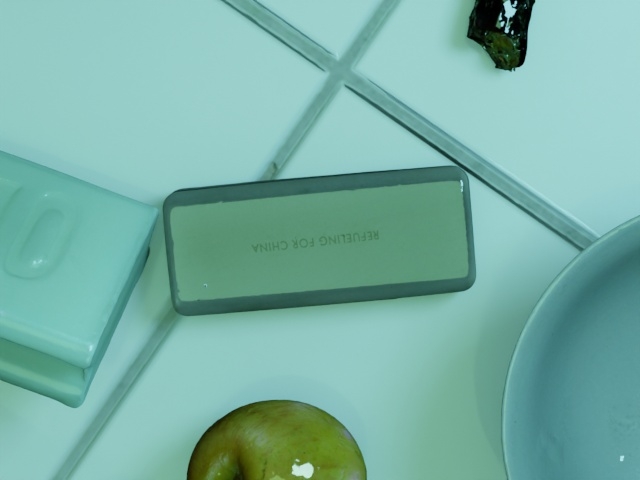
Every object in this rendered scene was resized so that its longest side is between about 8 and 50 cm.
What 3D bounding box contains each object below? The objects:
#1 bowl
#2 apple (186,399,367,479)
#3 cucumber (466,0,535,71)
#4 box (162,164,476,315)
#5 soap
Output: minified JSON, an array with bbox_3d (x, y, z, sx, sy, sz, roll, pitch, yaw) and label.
[{"bbox_3d":[0.303,0.131,1.217,0.345,0.157,0.345,0,93,1],"label":"bowl"},{"bbox_3d":[-0.039,0.193,1.240,0.146,0.146,0.146,0,94,2],"label":"apple"},{"bbox_3d":[0.153,-0.226,1.254,0.053,0.053,0.181,11,92,1],"label":"cucumber"},{"bbox_3d":[0.000,0.000,1.270,0.243,0.055,0.103,-5,93,3],"label":"box"},{"bbox_3d":[-0.277,0.006,1.226,0.265,0.087,0.160,20,53,1],"label":"soap"}]
